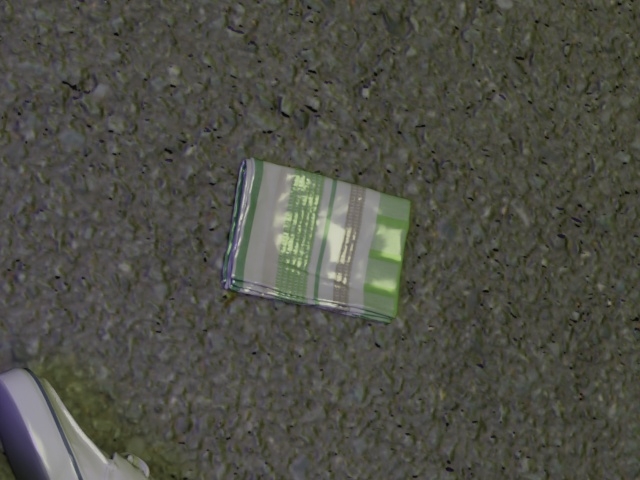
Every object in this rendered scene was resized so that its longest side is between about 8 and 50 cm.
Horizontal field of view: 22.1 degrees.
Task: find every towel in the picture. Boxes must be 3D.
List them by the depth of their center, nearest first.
[{"bbox_3d":[0.000,0.000,1.345,0.152,0.023,0.113,13,77,-18],"label":"towel"}]

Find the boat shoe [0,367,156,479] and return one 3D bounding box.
[{"bbox_3d":[-0.159,0.200,1.221,0.084,0.095,0.258,-30,102,-27],"label":"boat shoe"}]
